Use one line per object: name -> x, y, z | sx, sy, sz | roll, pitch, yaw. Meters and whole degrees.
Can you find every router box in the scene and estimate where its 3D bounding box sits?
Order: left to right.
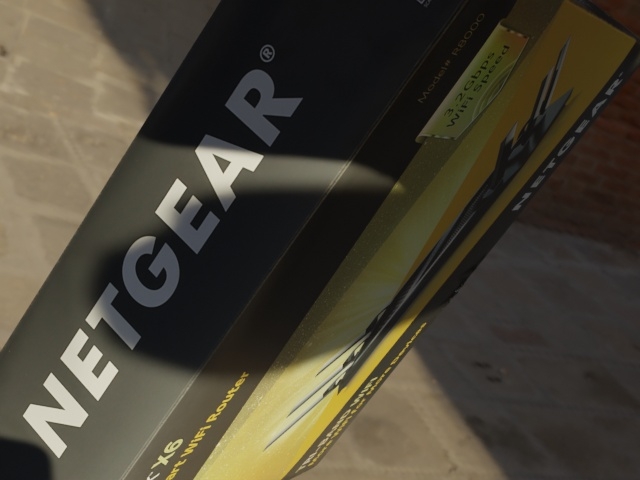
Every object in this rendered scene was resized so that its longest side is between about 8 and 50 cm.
router box -> 0.000, 0.000, 0.495 | 0.081, 0.309, 0.243 | 43, 21, 20
